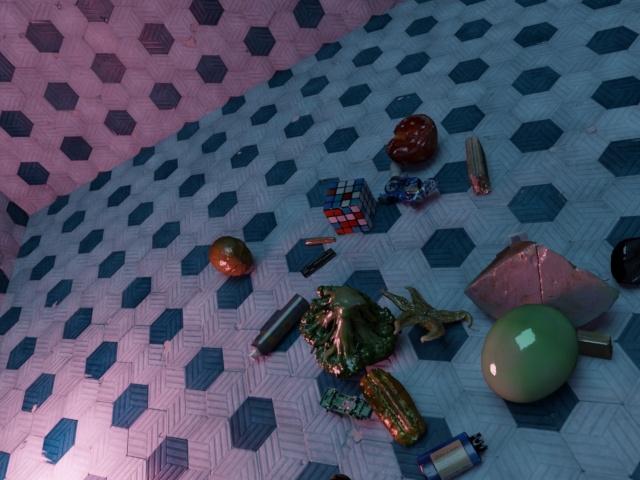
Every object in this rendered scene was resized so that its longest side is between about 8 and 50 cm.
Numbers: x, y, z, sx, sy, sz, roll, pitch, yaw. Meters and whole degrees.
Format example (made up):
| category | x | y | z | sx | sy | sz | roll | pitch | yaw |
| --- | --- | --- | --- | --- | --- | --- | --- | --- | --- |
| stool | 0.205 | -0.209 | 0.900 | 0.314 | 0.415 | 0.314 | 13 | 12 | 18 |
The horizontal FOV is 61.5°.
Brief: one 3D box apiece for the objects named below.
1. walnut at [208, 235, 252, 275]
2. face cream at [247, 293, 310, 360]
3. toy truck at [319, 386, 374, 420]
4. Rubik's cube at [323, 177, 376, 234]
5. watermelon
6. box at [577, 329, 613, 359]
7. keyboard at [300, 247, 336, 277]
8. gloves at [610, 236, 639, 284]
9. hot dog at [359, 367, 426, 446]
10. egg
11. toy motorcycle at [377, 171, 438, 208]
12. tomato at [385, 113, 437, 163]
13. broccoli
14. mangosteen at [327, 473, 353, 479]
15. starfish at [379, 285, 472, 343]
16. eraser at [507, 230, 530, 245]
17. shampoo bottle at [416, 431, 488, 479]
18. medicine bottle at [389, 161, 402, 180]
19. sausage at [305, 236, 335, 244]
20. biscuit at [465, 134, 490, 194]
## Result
| category | x | y | z | sx | sy | sz | roll | pitch | yaw |
| --- | --- | --- | --- | --- | --- | --- | --- | --- | --- |
| walnut | -0.376 | 0.065 | 2.248 | 0.167 | 0.167 | 0.207 | -49 | 35 | -16 |
| face cream | -0.153 | 0.315 | 1.936 | 0.283 | 0.073 | 0.073 | -47 | 43 | -14 |
| toy truck | 0.086 | 0.496 | 1.597 | 0.175 | 0.081 | 0.067 | 4 | 54 | 42 |
| Rubik's cube | 0.119 | -0.135 | 2.127 | 0.151 | 0.155 | 0.154 | -8 | 48 | 27 |
| watermelon | 0.639 | 0.111 | 1.544 | 0.292 | 0.319 | 0.222 | 40 | 40 | 11 |
| box | 0.719 | 0.273 | 1.408 | 0.083 | 0.079 | 0.035 | 5 | 53 | 35 |
| keyboard | -0.008 | 0.088 | 2.107 | 0.155 | 0.010 | 0.053 | -36 | 42 | -3 |
| gloves | 0.913 | 0.061 | 1.491 | 0.181 | 0.106 | 0.129 | 5 | 50 | 0 |
| hot dog | 0.208 | 0.473 | 1.559 | 0.115 | 0.072 | 0.269 | -33 | 40 | -11 |
| egg | 0.539 | 0.291 | 1.398 | 0.269 | 0.220 | 0.220 | -47 | 42 | 0 |
| toy motorcycle | 0.335 | -0.186 | 2.090 | 0.255 | 0.092 | 0.135 | 6 | 63 | 47 |
| tomato | 0.391 | -0.396 | 2.211 | 0.201 | 0.140 | 0.233 | 16 | 70 | 47 |
| broccoli | 0.080 | 0.263 | 1.684 | 0.321 | 0.283 | 0.304 | 28 | 58 | 27 |
| mangosteen | 0.039 | 0.698 | 1.393 | 0.200 | 0.199 | 0.199 | -18 | 44 | 18 |
| starfish | 0.300 | 0.226 | 1.664 | 0.300 | 0.060 | 0.302 | -4 | 25 | -25 |
| eraser | 0.648 | 0.019 | 1.736 | 0.065 | 0.026 | 0.105 | -18 | 43 | 14 |
| shampoo bottle | 0.347 | 0.561 | 1.397 | 0.183 | 0.050 | 0.087 | -30 | 38 | 4 |
| medicine bottle | 0.312 | -0.281 | 2.219 | 0.052 | 0.052 | 0.089 | -12 | 46 | 23 |
| sausage | 0.000 | 0.000 | 2.175 | 0.133 | 0.024 | 0.024 | -8 | 47 | 28 |
| biscuit | 0.582 | -0.281 | 2.002 | 0.062 | 0.108 | 0.238 | -16 | 44 | 23 |
